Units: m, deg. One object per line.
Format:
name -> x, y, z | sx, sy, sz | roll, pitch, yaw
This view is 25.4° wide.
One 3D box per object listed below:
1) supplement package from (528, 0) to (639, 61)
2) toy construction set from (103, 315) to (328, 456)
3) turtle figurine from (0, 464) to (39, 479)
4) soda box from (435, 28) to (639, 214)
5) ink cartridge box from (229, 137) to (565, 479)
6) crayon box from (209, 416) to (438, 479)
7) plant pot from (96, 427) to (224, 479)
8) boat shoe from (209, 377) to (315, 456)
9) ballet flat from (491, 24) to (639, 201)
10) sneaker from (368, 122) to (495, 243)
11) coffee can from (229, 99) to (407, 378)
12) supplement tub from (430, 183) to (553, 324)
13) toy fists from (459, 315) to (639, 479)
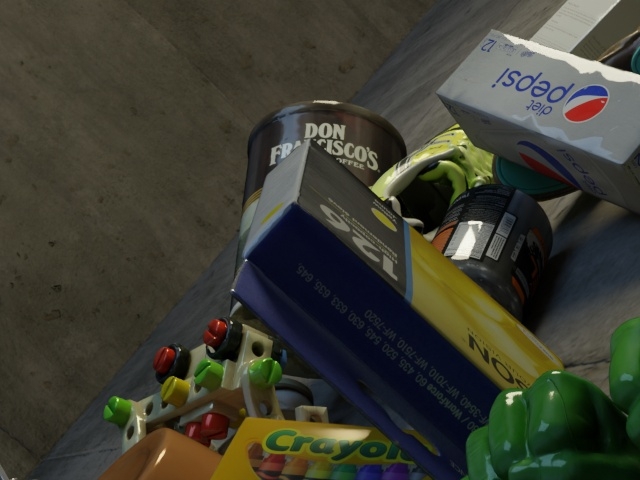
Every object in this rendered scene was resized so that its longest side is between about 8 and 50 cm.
supplement package -> 0.358, -0.256, 1.714 | 0.179, 0.105, 0.105 | -46, 25, 3
toy construction set -> -0.118, 0.210, 1.510 | 0.327, 0.151, 0.215 | -16, 52, 35
turtle figurine -> -0.373, 0.423, 1.915 | 0.266, 0.274, 0.198 | -72, -7, -60
soda box -> 0.245, -0.117, 1.392 | 0.098, 0.091, 0.286 | -49, 37, -9
ink cartridge box -> 0.076, 0.070, 1.066 | 0.072, 0.303, 0.307 | -45, 10, 12
crayon box -> 0.003, 0.234, 1.064 | 0.202, 0.081, 0.318 | 1, 31, 20
plant pot -> -0.132, 0.308, 1.290 | 0.291, 0.203, 0.291 | -44, 10, 9
boat shoe -> -0.113, 0.279, 1.663 | 0.302, 0.113, 0.103 | -44, 29, 28
ballet flat -> 0.333, -0.162, 1.539 | 0.342, 0.116, 0.124 | -45, -11, 9
sneaker -> 0.153, -0.051, 1.609 | 0.384, 0.145, 0.147 | -41, 0, -42
coffee can -> 0.000, 0.000, 1.711 | 0.201, 0.201, 0.275 | -37, 38, 44
supplement tub -> 0.157, 0.037, 1.409 | 0.117, 0.117, 0.190 | -39, 13, 39
toy fists -> 0.194, 0.120, 0.825 | 0.279, 0.142, 0.096 | -40, 12, 38
